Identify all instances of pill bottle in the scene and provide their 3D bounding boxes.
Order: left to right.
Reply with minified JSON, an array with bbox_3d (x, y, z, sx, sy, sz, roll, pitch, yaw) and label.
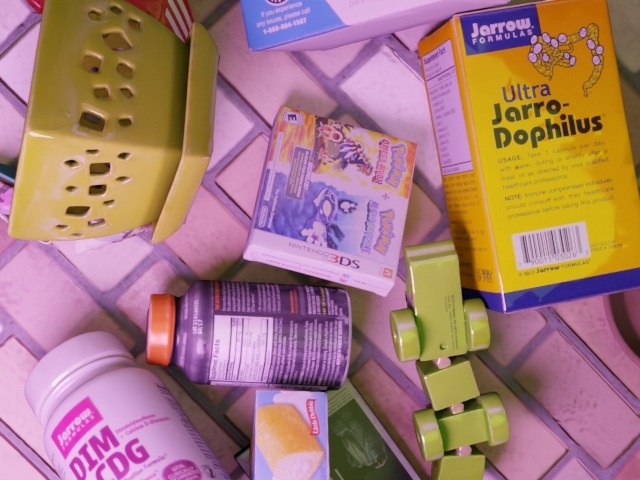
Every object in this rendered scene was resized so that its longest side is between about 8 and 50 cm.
[{"bbox_3d":[-0.221,0.250,1.466,0.160,0.160,0.283,-38,60,-6],"label":"pill bottle"},{"bbox_3d":[-0.091,0.115,1.553,0.245,0.130,0.130,4,90,-8],"label":"pill bottle"}]

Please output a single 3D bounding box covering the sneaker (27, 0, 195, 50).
[{"bbox_3d":[-0.256,-0.301,1.559,0.221,0.087,0.128,34,78,-19],"label":"sneaker"}]

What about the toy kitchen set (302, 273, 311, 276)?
[{"bbox_3d":[0.000,0.000,1.610,0.083,0.068,0.075,0,66,-15],"label":"toy kitchen set"}]

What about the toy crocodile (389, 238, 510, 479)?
[{"bbox_3d":[0.155,0.162,1.570,0.115,0.105,0.341,-14,105,-5],"label":"toy crocodile"}]

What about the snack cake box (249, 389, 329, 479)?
[{"bbox_3d":[-0.038,0.324,1.462,0.089,0.152,0.264,3,52,-6],"label":"snack cake box"}]

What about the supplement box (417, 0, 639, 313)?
[{"bbox_3d":[0.261,-0.104,1.567,0.195,0.194,0.357,-11,92,-8],"label":"supplement box"}]

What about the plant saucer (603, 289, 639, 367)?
[{"bbox_3d":[0.502,0.059,1.614,0.277,0.041,0.278,-8,73,26],"label":"plant saucer"}]

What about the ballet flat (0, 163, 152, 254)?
[{"bbox_3d":[-0.315,-0.029,1.555,0.221,0.077,0.079,17,107,-3],"label":"ballet flat"}]

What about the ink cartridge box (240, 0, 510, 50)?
[{"bbox_3d":[0.034,-0.442,1.476,0.285,0.166,0.395,-9,92,36],"label":"ink cartridge box"}]

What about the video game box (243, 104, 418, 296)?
[{"bbox_3d":[0.016,-0.051,1.571,0.187,0.048,0.205,16,64,-10],"label":"video game box"}]

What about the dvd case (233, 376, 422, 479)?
[{"bbox_3d":[0.029,0.319,1.624,0.179,0.029,0.239,-36,95,-6],"label":"dvd case"}]

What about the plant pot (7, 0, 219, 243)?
[{"bbox_3d":[-0.236,-0.133,1.455,0.207,0.228,0.227,9,58,-15],"label":"plant pot"}]
